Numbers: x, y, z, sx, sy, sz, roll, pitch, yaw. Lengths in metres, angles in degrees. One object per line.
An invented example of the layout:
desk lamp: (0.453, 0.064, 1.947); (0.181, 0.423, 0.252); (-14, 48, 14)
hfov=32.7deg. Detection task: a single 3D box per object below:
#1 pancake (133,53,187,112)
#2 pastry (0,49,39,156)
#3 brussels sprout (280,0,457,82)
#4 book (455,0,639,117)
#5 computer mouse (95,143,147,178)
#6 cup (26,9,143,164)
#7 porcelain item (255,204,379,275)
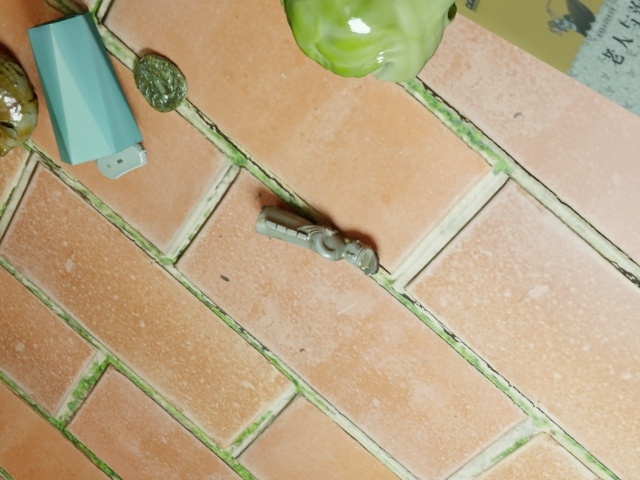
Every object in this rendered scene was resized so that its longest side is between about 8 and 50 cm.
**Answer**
pancake: (-0.268, -0.263, 1.816); (0.108, 0.017, 0.108); (14, 123, 23)
pastry: (-0.612, -0.264, 1.975); (0.219, 0.100, 0.229); (7, 128, 33)
brussels sprout: (0.067, -0.358, 1.372); (0.247, 0.328, 0.328); (4, 125, 2)
book: (0.351, -0.280, 1.349); (0.389, 0.032, 0.269); (32, 155, 10)
computer mouse: (-0.348, -0.148, 1.935); (0.110, 0.032, 0.056); (-18, 112, 29)
cup: (-0.403, -0.257, 1.826); (0.148, 0.134, 0.235); (18, 129, 57)
porcelain item: (0.000, 0.000, 1.791); (0.213, 0.084, 0.054); (21, 102, 18)
